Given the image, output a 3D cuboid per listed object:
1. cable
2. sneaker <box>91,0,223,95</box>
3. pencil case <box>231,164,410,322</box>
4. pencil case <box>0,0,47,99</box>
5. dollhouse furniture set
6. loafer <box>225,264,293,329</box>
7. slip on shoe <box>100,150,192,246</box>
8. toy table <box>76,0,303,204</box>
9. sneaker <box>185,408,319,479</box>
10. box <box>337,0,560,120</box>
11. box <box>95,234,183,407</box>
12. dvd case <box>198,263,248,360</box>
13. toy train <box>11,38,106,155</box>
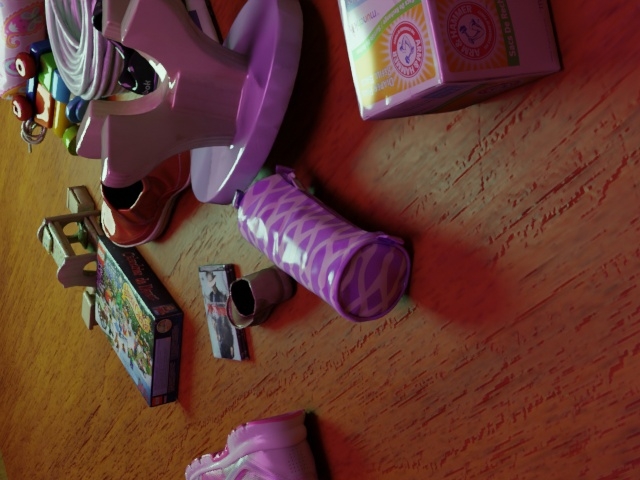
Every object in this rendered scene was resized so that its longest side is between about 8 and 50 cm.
[{"bbox_3d":[-0.307,-0.322,1.391,0.257,0.089,0.257,28,124,56],"label":"cable"},{"bbox_3d":[-0.210,-0.296,1.187,0.107,0.124,0.283,-48,58,55],"label":"sneaker"},{"bbox_3d":[0.000,0.000,0.963,0.206,0.086,0.088,36,103,49],"label":"pencil case"},{"bbox_3d":[-0.502,-0.368,1.685,0.124,0.124,0.284,53,141,39],"label":"pencil case"},{"bbox_3d":[-0.411,0.031,1.677,0.182,0.101,0.161,52,141,40],"label":"dollhouse furniture set"},{"bbox_3d":[-0.080,0.063,1.153,0.148,0.050,0.056,-44,61,56],"label":"loafer"},{"bbox_3d":[-0.247,-0.074,1.354,0.331,0.101,0.123,-36,70,60],"label":"slip on shoe"},{"bbox_3d":[-0.140,-0.149,1.030,0.252,0.161,0.274,-104,31,-41],"label":"toy table"},{"bbox_3d":[-0.079,0.285,1.172,0.252,0.103,0.111,-51,54,55],"label":"sneaker"},{"bbox_3d":[0.079,-0.198,0.728,0.114,0.103,0.203,-12,89,62],"label":"box"},{"bbox_3d":[-0.274,0.113,1.521,0.233,0.044,0.159,45,136,46],"label":"box"},{"bbox_3d":[-0.122,0.089,1.274,0.087,0.013,0.119,-4,95,61],"label":"dvd case"},{"bbox_3d":[-0.410,-0.185,1.621,0.143,0.105,0.248,48,140,23],"label":"toy train"}]
